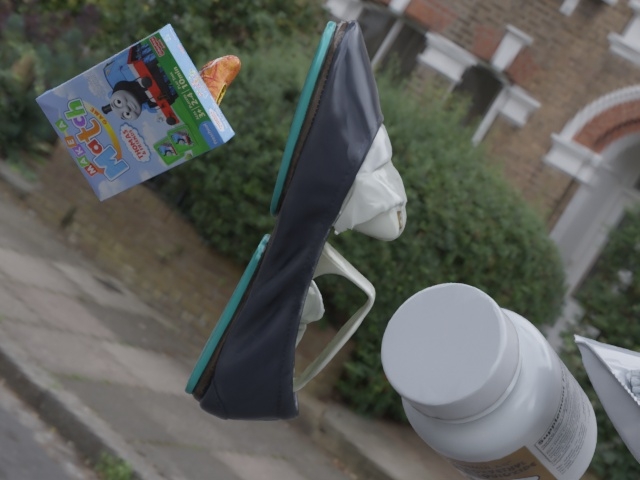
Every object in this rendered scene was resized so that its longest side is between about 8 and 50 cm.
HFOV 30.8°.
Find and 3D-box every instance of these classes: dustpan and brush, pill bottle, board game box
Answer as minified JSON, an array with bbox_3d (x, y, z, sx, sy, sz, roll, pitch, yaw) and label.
[{"bbox_3d":[0.280,0.160,0.860,0.147,0.060,0.211,16,48,-43],"label":"dustpan and brush"},{"bbox_3d":[0.141,0.129,0.970,0.131,0.131,0.229,34,-8,38],"label":"pill bottle"},{"bbox_3d":[-0.238,-0.158,1.481,0.160,0.212,0.039,59,29,-15],"label":"board game box"}]

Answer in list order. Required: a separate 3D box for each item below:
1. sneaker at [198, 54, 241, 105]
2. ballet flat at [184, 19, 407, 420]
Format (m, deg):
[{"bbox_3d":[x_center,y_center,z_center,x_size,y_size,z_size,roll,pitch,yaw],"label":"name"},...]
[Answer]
[{"bbox_3d":[-0.166,-0.197,1.662,0.067,0.175,0.064,32,-24,16],"label":"sneaker"},{"bbox_3d":[0.000,0.000,0.547,0.074,0.203,0.074,20,17,-6],"label":"ballet flat"}]
